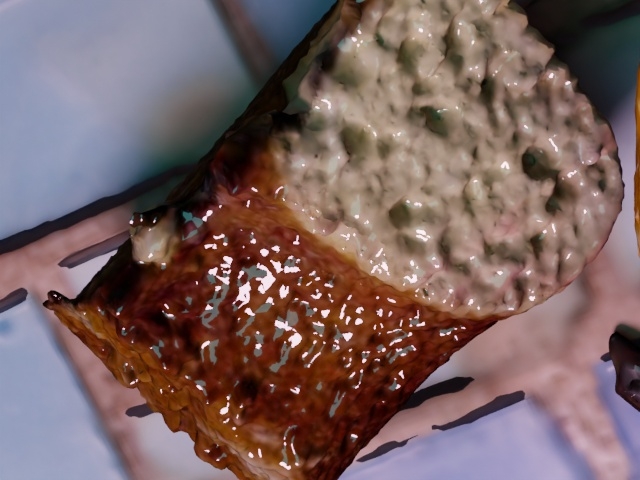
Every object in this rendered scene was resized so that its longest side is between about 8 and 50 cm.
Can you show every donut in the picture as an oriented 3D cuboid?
[{"bbox_3d":[0.007,-0.007,0.657,0.186,0.144,0.126,-45,94,-4],"label":"donut"}]

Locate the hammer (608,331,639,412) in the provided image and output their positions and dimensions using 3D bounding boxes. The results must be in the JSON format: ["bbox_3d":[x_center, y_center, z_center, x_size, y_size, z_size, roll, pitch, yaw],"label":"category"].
[{"bbox_3d":[0.163,0.097,0.676,0.178,0.021,0.065,40,117,6],"label":"hammer"}]

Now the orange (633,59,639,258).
[{"bbox_3d":[0.239,-0.026,0.457,0.341,0.293,0.340,7,110,18],"label":"orange"}]
